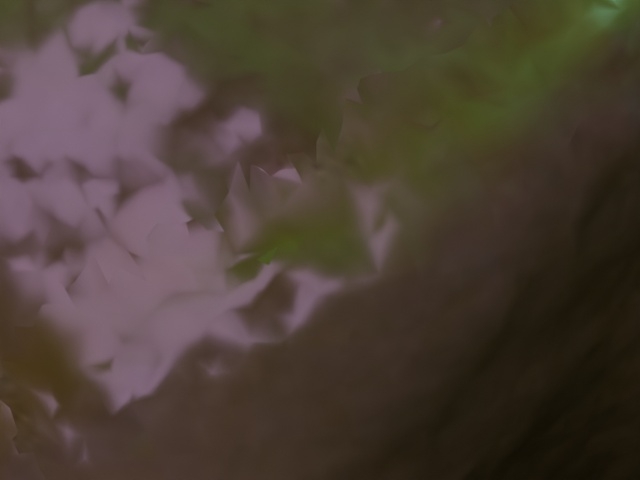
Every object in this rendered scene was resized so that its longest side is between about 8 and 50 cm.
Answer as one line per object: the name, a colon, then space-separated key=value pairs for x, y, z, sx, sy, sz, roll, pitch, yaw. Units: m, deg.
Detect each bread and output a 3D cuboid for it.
bread: x=-0.010 y=-0.006 z=0.481 sx=0.237 sy=0.320 sz=0.320 roll=33 pitch=99 yaw=16
